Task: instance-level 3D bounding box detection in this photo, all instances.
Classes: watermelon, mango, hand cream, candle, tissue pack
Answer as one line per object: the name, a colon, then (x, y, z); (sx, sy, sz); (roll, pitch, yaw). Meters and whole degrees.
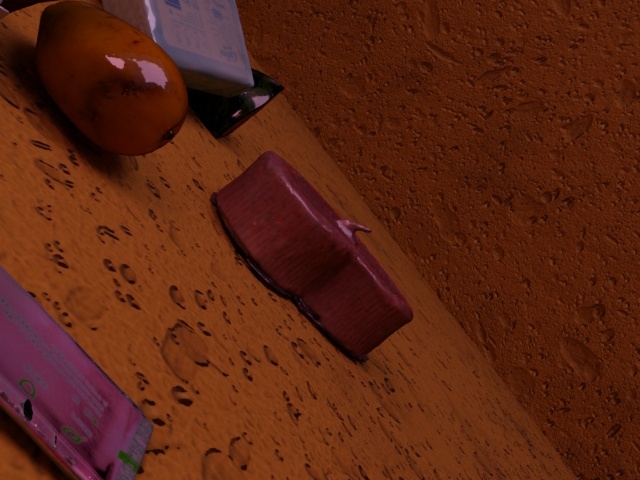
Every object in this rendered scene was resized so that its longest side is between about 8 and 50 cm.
watermelon: (-0.179, -0.272, 1.230); (0.145, 0.137, 0.193); (51, 51, -6)
mango: (-0.210, -0.169, 0.665); (0.145, 0.112, 0.219); (31, 17, -53)
hand cream: (-0.179, 0.017, 0.330); (0.275, 0.050, 0.079); (53, 34, -15)
candle: (0.000, 0.000, 0.950); (0.317, 0.131, 0.287); (47, 7, -23)
tissue pack: (-0.217, -0.324, 1.039); (0.263, 0.089, 0.177); (-9, 85, -66)

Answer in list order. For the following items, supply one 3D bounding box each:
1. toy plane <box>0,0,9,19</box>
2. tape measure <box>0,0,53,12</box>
toy plane: (-0.287, -0.175, 0.440); (0.171, 0.066, 0.162); (21, 56, -49)
tape measure: (-0.268, -0.298, 0.534); (0.231, 0.245, 0.149); (35, 33, -50)
